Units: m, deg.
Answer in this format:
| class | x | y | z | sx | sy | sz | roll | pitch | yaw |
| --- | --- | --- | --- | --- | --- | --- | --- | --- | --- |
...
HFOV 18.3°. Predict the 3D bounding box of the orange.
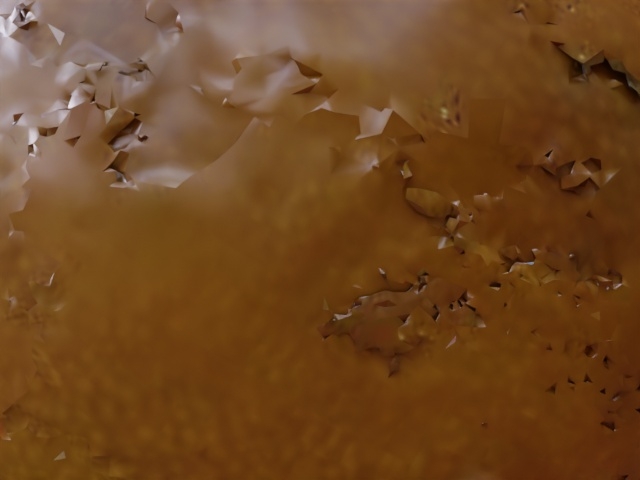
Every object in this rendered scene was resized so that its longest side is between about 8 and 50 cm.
| class | x | y | z | sx | sy | sz | roll | pitch | yaw |
| --- | --- | --- | --- | --- | --- | --- | --- | --- | --- |
| orange | 0.000 | 0.000 | 0.444 | 0.240 | 0.240 | 0.240 | -16 | -8 | -2 |
